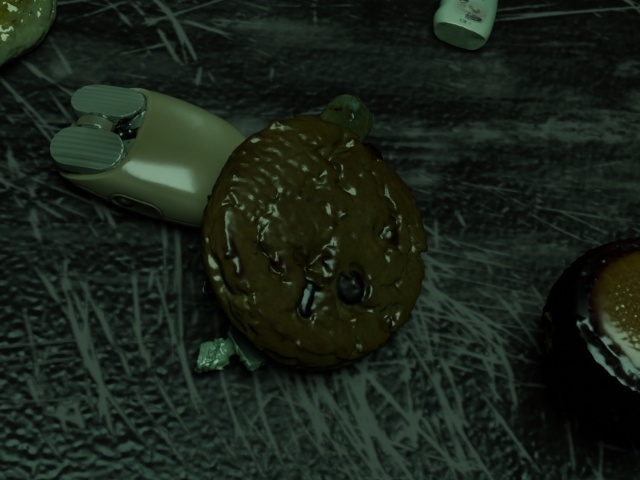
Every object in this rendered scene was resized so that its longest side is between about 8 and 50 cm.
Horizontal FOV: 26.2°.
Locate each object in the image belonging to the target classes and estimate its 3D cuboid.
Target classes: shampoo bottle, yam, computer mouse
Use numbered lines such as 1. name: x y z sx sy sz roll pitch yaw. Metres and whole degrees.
1. shampoo bottle: 0.200 -0.323 1.811 0.077 0.045 0.152 20 58 -1
2. yam: -0.033 -0.046 1.590 0.071 0.067 0.317 30 58 7
3. computer mouse: -0.185 -0.097 1.576 0.236 0.082 0.145 21 59 -2

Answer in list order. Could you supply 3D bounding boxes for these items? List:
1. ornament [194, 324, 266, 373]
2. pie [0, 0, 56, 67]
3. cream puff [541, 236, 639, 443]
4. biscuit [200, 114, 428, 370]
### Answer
1. ornament: -0.087 0.118 1.500 0.092 0.041 0.068 8 40 1
2. pie: -0.482 -0.315 1.632 0.339 0.077 0.339 5 60 -9
3. cream puff: 0.358 0.116 1.530 0.239 0.165 0.239 6 60 -10
4. biscuit: 0.001 0.000 1.514 0.296 0.075 0.296 9 73 -32
